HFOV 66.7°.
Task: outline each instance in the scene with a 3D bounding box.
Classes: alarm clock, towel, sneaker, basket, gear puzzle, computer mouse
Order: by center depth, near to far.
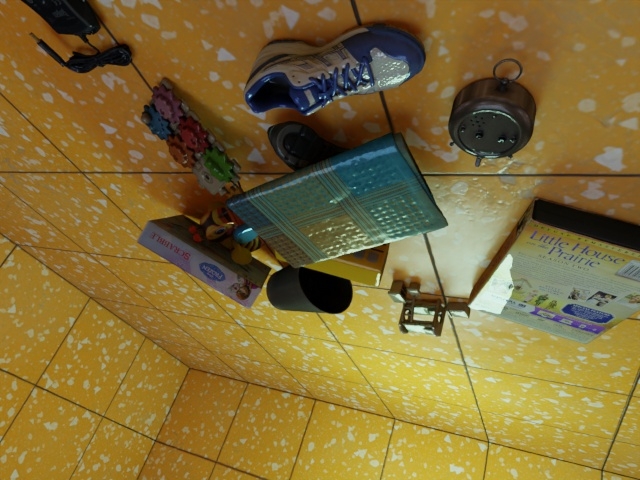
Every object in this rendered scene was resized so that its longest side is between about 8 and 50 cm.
[{"bbox_3d":[0.270,-0.198,0.758,0.129,0.064,0.192,14,147,13],"label":"alarm clock"},{"bbox_3d":[0.015,-0.249,0.766,0.296,0.131,0.112,1,143,29],"label":"sneaker"},{"bbox_3d":[-0.486,-0.416,0.890,0.183,0.060,0.262,-2,155,28],"label":"computer mouse"},{"bbox_3d":[0.037,-0.061,0.971,0.369,0.040,0.271,-16,140,24],"label":"towel"},{"bbox_3d":[0.006,-0.160,0.984,0.267,0.101,0.106,32,180,-32],"label":"sneaker"},{"bbox_3d":[-0.263,-0.170,1.059,0.339,0.044,0.175,50,144,-10],"label":"gear puzzle"},{"bbox_3d":[-0.051,0.137,1.439,0.204,0.154,0.226,38,150,-26],"label":"basket"}]

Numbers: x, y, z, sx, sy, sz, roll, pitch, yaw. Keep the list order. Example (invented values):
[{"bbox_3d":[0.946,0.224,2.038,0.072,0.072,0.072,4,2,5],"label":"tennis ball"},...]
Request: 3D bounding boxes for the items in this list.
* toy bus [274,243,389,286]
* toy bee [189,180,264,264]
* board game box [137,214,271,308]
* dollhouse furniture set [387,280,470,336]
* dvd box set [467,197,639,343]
[{"bbox_3d":[0.000,0.000,1.187,0.332,0.130,0.108,15,150,11],"label":"toy bus"},{"bbox_3d":[-0.251,-0.041,1.252,0.195,0.162,0.299,55,169,45],"label":"toy bee"},{"bbox_3d":[-0.292,0.044,1.316,0.318,0.066,0.318,32,-176,-3],"label":"board game box"},{"bbox_3d":[0.296,0.194,1.347,0.181,0.101,0.161,-3,143,36],"label":"dollhouse furniture set"},{"bbox_3d":[0.531,0.088,1.061,0.307,0.062,0.421,16,151,9],"label":"dvd box set"}]
